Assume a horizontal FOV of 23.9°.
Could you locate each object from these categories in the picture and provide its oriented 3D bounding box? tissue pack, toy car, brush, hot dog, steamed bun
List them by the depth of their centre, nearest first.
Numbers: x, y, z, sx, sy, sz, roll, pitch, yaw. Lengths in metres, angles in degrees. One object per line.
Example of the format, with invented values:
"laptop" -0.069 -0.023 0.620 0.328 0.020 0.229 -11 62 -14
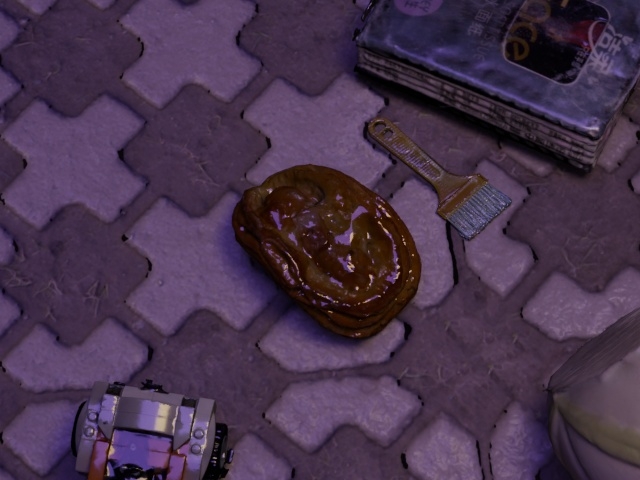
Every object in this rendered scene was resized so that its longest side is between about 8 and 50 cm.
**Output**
"steamed bun" 0.427 0.218 1.713 0.309 0.309 0.309 -1 67 3
"toy car" -0.217 0.317 1.789 0.193 0.118 0.301 10 69 4
"hot dog" 0.001 0.000 1.910 0.259 0.114 0.175 40 73 17
"brush" 0.147 -0.094 1.998 0.082 0.010 0.218 -43 71 -14
"tissue pack" 0.255 -0.272 2.012 0.361 0.122 0.259 26 67 15
